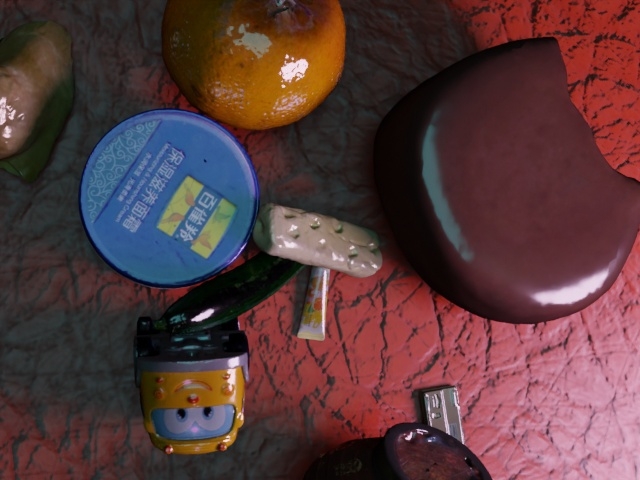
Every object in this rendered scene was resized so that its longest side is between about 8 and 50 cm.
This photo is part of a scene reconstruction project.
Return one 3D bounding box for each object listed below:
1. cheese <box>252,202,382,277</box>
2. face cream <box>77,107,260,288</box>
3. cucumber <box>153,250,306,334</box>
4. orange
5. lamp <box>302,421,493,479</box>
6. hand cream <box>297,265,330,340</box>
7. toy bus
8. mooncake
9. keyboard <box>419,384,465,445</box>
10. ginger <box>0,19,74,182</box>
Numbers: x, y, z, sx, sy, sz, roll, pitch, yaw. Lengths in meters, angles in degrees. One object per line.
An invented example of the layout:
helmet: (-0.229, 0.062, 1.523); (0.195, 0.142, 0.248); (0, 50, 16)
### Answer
cheese: (0.000, 0.000, 1.270); (0.194, 0.043, 0.065); (16, 71, -44)
face cream: (-0.178, -0.046, 1.260); (0.205, 0.111, 0.206); (0, 87, -10)
cucumber: (-0.082, 0.049, 1.230); (0.284, 0.056, 0.056); (-31, 92, -50)
orange: (-0.073, -0.239, 1.245); (0.224, 0.170, 0.224); (11, 62, -22)
lamp: (0.083, 0.331, 1.227); (0.246, 0.247, 0.247); (1, 86, -9)
hand cream: (-0.004, 0.072, 1.326); (0.035, 0.022, 0.102); (9, 90, -14)
toy bus: (-0.145, 0.160, 1.209); (0.126, 0.209, 0.136); (-2, 98, -8)
mooncake: (0.223, -0.076, 1.295); (0.325, 0.174, 0.334); (25, 80, -10)
keyboard: (0.156, 0.247, 1.344); (0.049, 0.015, 0.129); (-8, 87, -15)
ginger: (-0.361, -0.182, 1.242); (0.115, 0.122, 0.193); (14, 78, 12)
